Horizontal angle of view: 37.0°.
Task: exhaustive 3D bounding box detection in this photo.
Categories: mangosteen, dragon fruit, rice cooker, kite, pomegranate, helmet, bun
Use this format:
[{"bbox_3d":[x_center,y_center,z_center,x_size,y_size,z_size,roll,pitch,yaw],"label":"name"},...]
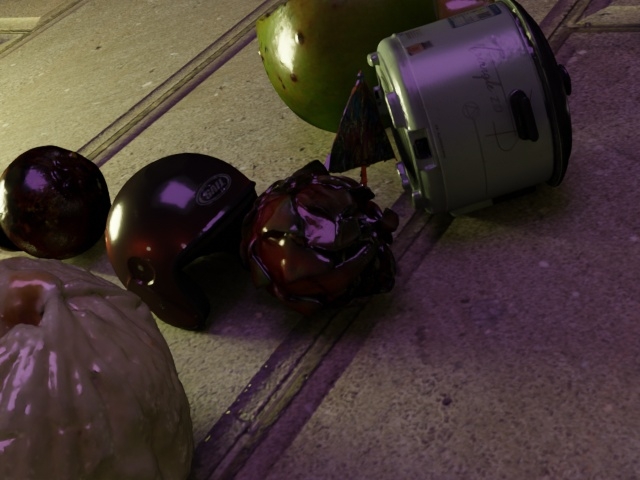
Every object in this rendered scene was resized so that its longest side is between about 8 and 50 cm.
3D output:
[{"bbox_3d":[-0.387,-0.043,1.354,0.184,0.172,0.172,-36,28,20],"label":"mangosteen"},{"bbox_3d":[-0.004,0.001,1.087,0.182,0.182,0.188,-25,-5,-12],"label":"dragon fruit"},{"bbox_3d":[0.193,-0.162,1.165,0.226,0.241,0.280,-18,16,1],"label":"rice cooker"},{"bbox_3d":[0.059,-0.126,1.240,0.009,0.189,0.232,5,14,27],"label":"kite"},{"bbox_3d":[0.089,-0.262,1.376,0.358,0.216,0.310,-2,7,4],"label":"pomegranate"},{"bbox_3d":[-0.164,-0.008,1.175,0.189,0.193,0.216,-48,2,-39],"label":"helmet"},{"bbox_3d":[-0.289,0.138,0.905,0.348,0.228,0.352,12,25,18],"label":"bun"}]
